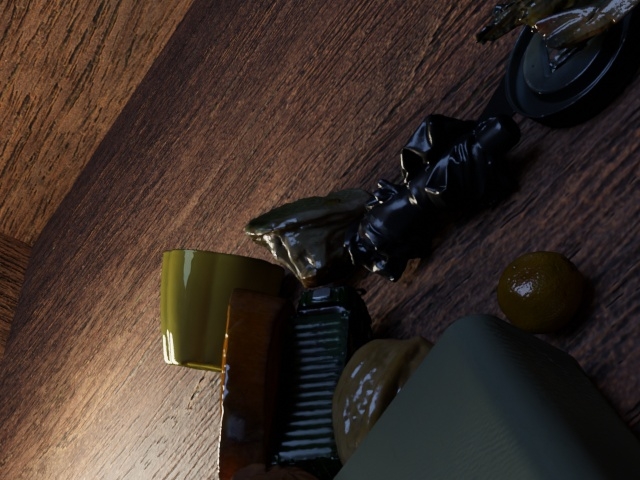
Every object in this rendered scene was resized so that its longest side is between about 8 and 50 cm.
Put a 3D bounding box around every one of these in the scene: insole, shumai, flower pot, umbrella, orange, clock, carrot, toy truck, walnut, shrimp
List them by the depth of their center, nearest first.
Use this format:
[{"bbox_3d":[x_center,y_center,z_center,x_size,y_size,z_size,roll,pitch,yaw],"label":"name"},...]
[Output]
[{"bbox_3d":[0.211,0.049,0.874,0.085,0.085,0.085,-44,31,36],"label":"orange"},{"bbox_3d":[0.084,0.178,0.918,0.166,0.149,0.166,-5,80,31],"label":"walnut"},{"bbox_3d":[0.283,-0.264,0.964,0.254,0.059,0.145,-41,44,24],"label":"shrimp"},{"bbox_3d":[0.286,-0.212,1.017,0.184,0.040,0.184,-40,36,38],"label":"clock"},{"bbox_3d":[0.009,0.168,1.077,0.088,0.121,0.259,-9,49,16],"label":"toy truck"},{"bbox_3d":[0.131,-0.059,1.095,0.272,0.110,0.122,-44,71,41],"label":"umbrella"},{"bbox_3d":[-0.073,0.187,1.105,0.307,0.100,0.258,-84,-7,-87],"label":"carrot"},{"bbox_3d":[0.228,-0.170,1.139,0.232,0.003,0.080,-56,26,16],"label":"insole"},{"bbox_3d":[0.000,0.000,1.298,0.201,0.201,0.120,1,108,63],"label":"shumai"},{"bbox_3d":[-0.163,0.116,1.431,0.195,0.195,0.179,-9,71,60],"label":"flower pot"}]

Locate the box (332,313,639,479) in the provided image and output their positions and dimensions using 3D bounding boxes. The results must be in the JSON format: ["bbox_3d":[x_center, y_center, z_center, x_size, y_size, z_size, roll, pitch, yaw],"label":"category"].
[{"bbox_3d":[0.128,0.288,0.701,0.352,0.177,0.344,-56,23,17],"label":"box"}]

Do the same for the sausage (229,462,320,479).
[{"bbox_3d":[-0.059,0.382,0.940,0.121,0.121,0.304,-162,78,-65],"label":"sausage"}]
